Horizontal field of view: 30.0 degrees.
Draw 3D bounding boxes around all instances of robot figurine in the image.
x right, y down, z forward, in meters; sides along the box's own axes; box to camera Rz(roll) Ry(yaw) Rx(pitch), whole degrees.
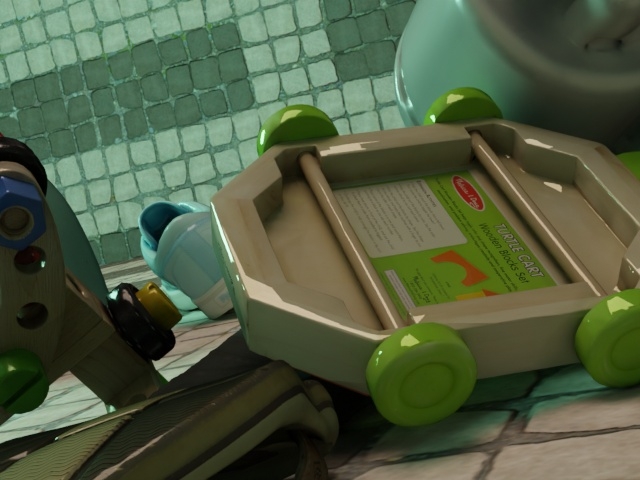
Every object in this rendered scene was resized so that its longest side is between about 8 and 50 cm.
[{"bbox_3d":[0.172,-0.157,0.928,0.199,0.300,0.353,-38,-8,-19],"label":"robot figurine"}]

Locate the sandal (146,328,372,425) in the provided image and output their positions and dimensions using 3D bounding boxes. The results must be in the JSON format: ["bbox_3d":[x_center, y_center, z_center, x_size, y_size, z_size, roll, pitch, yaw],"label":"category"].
[{"bbox_3d":[0.038,0.018,0.848,0.167,0.107,0.445,-12,11,30],"label":"sandal"}]

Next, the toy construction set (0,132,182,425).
[{"bbox_3d":[-0.241,0.078,0.815,0.308,0.258,0.237,13,-22,46],"label":"toy construction set"}]

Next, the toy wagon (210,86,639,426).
[{"bbox_3d":[0.113,-0.005,0.731,0.344,0.068,0.267,-8,35,-13],"label":"toy wagon"}]

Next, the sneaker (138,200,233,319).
[{"bbox_3d":[-0.169,0.002,1.557,0.135,0.150,0.366,-43,11,-13],"label":"sneaker"}]

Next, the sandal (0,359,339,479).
[{"bbox_3d":[-0.044,0.105,0.478,0.120,0.086,0.303,-19,-12,12],"label":"sandal"}]

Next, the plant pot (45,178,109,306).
[{"bbox_3d":[-0.397,0.043,1.386,0.292,0.235,0.293,-14,4,1],"label":"plant pot"}]
